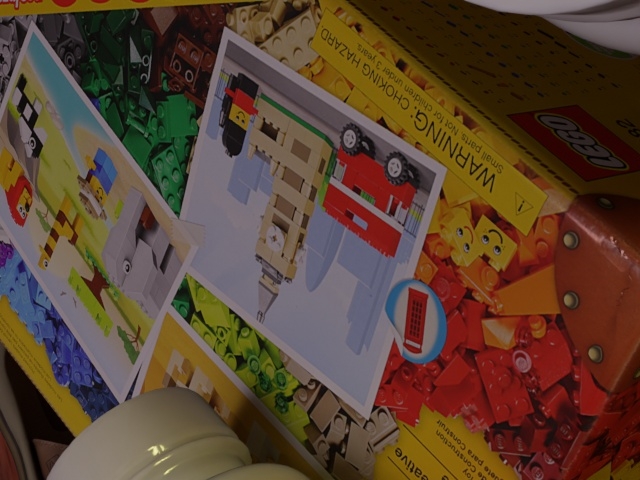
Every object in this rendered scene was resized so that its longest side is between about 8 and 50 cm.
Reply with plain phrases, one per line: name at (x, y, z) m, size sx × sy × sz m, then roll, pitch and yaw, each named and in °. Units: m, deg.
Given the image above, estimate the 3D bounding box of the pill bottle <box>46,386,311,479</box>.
pill bottle at (-0.032, 0.182, 0.713) m, size 0.229 × 0.131 × 0.131 m, roll 46°, pitch 129°, yaw 30°

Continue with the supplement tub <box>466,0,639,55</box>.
supplement tub at (0.180, -0.188, 0.544) m, size 0.235 × 0.325 × 0.235 m, roll 12°, pitch 107°, yaw 45°

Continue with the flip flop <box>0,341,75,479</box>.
flip flop at (-0.162, 0.169, 1.105) m, size 0.080 × 0.112 × 0.277 m, roll -44°, pitch 60°, yaw 27°

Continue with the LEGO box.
LEGO box at (0.000, 0.000, 0.881) m, size 0.500 × 0.193 × 0.372 m, roll 44°, pitch 127°, yaw 32°
